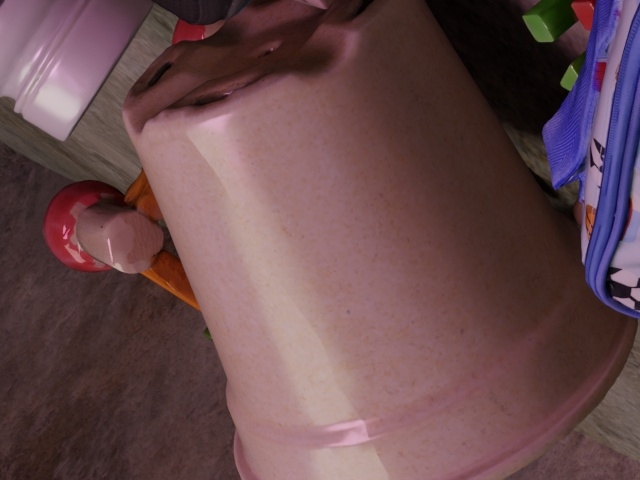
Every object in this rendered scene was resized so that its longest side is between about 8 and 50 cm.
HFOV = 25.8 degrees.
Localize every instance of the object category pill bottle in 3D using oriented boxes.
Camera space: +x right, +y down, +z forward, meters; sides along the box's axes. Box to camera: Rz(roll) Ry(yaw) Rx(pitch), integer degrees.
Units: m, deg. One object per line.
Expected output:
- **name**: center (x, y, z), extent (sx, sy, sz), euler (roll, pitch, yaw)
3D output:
- **pill bottle**: center (-0.360, -0.264, 1.372), extent (0.361, 0.204, 0.204), euler (33, 170, -10)

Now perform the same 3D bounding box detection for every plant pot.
- **plant pot**: center (0.020, -0.020, 1.019), extent (0.334, 0.334, 0.305), euler (16, 138, 58)

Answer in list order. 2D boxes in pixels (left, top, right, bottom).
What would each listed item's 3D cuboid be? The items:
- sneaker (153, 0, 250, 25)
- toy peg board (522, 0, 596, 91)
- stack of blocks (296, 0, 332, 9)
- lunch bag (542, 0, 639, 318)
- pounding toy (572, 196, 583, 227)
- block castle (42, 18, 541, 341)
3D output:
- **sneaker**: center (-0.188, -0.209, 0.773), extent (0.340, 0.140, 0.125), euler (34, 168, -25)
- **toy peg board**: center (0.199, -0.095, 0.751), extent (0.161, 0.079, 0.160), euler (54, 163, -20)
- **stack of blocks**: center (-0.100, -0.275, 0.856), extent (0.171, 0.087, 0.297), euler (24, 169, 34)
- **lunch bag**: center (0.211, -0.052, 0.529), extent (0.243, 0.115, 0.303), euler (1, 154, 5)
- **pounding toy**: center (0.328, -0.008, 0.979), extent (0.269, 0.155, 0.154), euler (24, 145, -19)
- **block castle**: center (0.000, 0.000, 1.329), extent (0.453, 0.303, 0.213), euler (36, 171, -22)
